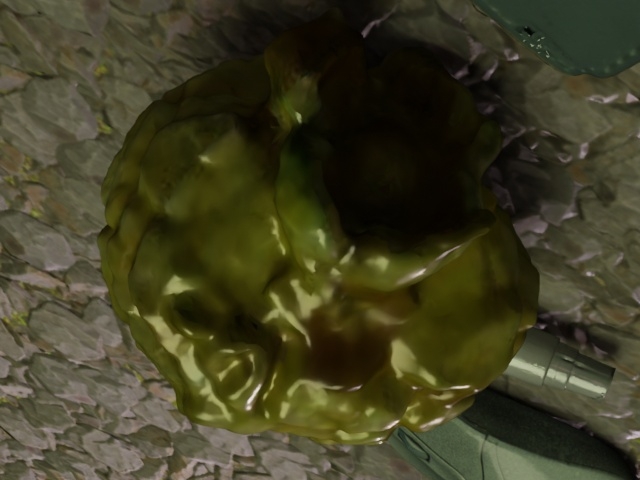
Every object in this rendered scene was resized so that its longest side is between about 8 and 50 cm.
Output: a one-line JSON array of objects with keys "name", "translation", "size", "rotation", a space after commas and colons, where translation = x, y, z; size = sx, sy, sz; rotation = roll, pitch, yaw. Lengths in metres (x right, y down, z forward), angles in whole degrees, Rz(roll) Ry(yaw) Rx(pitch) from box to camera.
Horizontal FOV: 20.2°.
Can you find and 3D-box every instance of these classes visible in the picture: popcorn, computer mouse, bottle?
[{"name": "popcorn", "translation": [0.000, 0.000, 1.095], "size": [0.258, 0.224, 0.270], "rotation": [-16, 114, 15]}, {"name": "computer mouse", "translation": [0.127, 0.166, 1.362], "size": [0.229, 0.068, 0.113], "rotation": [22, 145, 10]}, {"name": "bottle", "translation": [0.099, 0.060, 1.249], "size": [0.217, 0.060, 0.060], "rotation": [20, 146, 10]}]

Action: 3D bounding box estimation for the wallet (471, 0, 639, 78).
[{"name": "wallet", "translation": [0.163, -0.216, 0.809], "size": [0.252, 0.083, 0.360], "rotation": [42, 145, -12]}]
